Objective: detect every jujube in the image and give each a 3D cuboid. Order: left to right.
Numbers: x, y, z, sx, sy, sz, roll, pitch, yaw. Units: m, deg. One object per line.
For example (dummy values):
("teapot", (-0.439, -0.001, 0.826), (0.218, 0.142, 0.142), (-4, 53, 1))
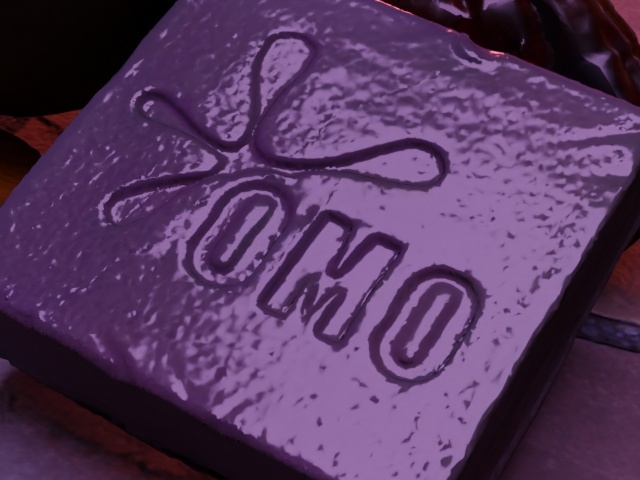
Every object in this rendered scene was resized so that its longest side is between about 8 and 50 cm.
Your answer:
("jujube", (0.113, -0.108, 0.912), (0.290, 0.197, 0.197), (42, 48, 20))

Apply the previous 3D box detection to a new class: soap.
("soap", (0.000, 0.000, 0.741), (0.296, 0.107, 0.285), (24, 61, 18))

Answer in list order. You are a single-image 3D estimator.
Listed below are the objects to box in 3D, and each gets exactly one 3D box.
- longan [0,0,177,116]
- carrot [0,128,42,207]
("longan", (-0.189, -0.242, 0.873), (0.361, 0.361, 0.361), (3, 36, -2))
("carrot", (-0.317, -0.027, 0.826), (0.307, 0.100, 0.258), (5, 27, -18))
